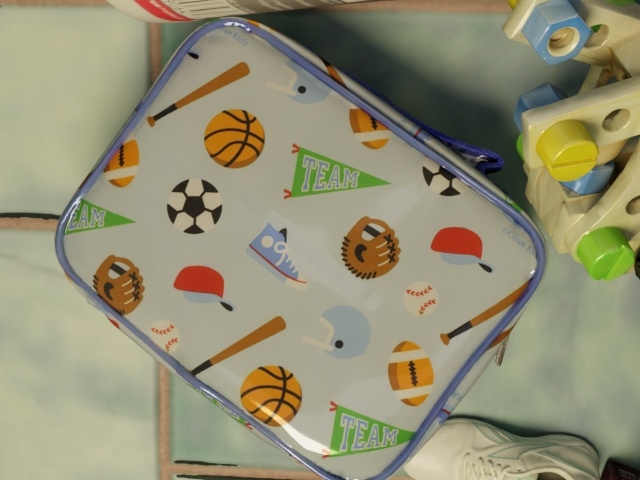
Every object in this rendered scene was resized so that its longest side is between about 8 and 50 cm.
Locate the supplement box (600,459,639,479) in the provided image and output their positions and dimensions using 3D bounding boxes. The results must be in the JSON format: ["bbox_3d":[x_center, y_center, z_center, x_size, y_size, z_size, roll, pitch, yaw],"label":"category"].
[{"bbox_3d":[0.233,0.249,0.758,0.080,0.188,0.104,20,105,0],"label":"supplement box"}]

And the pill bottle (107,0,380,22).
[{"bbox_3d":[0.018,-0.226,0.622,0.318,0.176,0.176,0,105,27],"label":"pill bottle"}]

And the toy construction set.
[{"bbox_3d":[0.262,-0.063,0.656,0.327,0.151,0.215,1,135,-1],"label":"toy construction set"}]

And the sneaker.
[{"bbox_3d":[0.136,0.170,0.816,0.152,0.061,0.054,3,106,6],"label":"sneaker"}]

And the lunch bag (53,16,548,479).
[{"bbox_3d":[-0.005,0.005,0.737,0.303,0.115,0.243,37,89,4],"label":"lunch bag"}]
